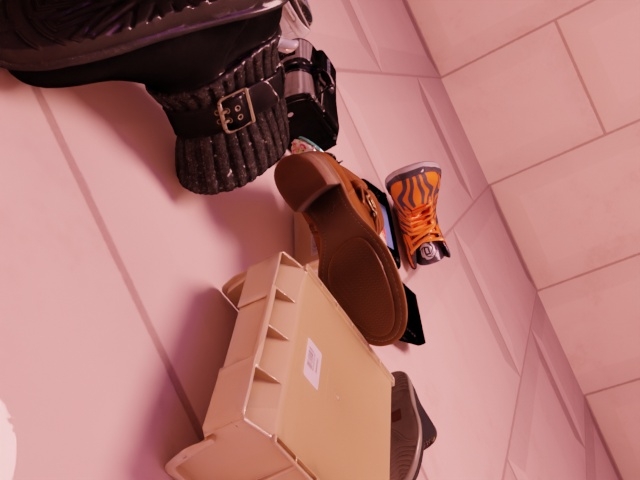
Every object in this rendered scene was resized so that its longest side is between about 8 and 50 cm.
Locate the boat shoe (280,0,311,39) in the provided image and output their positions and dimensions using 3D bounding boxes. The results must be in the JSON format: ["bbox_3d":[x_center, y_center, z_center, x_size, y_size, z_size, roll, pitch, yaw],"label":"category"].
[{"bbox_3d":[-0.087,-0.502,1.397,0.096,0.088,0.268,20,50,-60],"label":"boat shoe"}]

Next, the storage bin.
[{"bbox_3d":[-0.029,0.193,0.800,0.260,0.123,0.262,53,26,-28],"label":"storage bin"}]

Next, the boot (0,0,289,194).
[{"bbox_3d":[-0.175,-0.162,0.802,0.131,0.347,0.260,48,-34,35],"label":"boot"}]

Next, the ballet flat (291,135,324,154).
[{"bbox_3d":[0.017,-0.091,1.240,0.091,0.077,0.241,28,-6,41],"label":"ballet flat"}]

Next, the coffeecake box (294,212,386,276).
[{"bbox_3d":[0.037,0.012,1.166,0.185,0.068,0.142,36,42,-45],"label":"coffeecake box"}]

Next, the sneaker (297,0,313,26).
[{"bbox_3d":[-0.052,-0.525,1.564,0.058,0.052,0.135,-40,112,-77],"label":"sneaker"}]

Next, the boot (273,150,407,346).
[{"bbox_3d":[0.048,0.002,0.995,0.283,0.109,0.220,54,15,8],"label":"boot"}]

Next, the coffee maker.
[{"bbox_3d":[-0.027,-0.243,1.274,0.171,0.120,0.178,79,8,-48],"label":"coffee maker"}]

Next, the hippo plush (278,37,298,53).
[{"bbox_3d":[-0.157,-0.337,1.004,0.237,0.234,0.294,87,14,-54],"label":"hippo plush"}]

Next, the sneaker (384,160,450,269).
[{"bbox_3d":[0.223,-0.045,1.523,0.321,0.124,0.180,51,23,-71],"label":"sneaker"}]

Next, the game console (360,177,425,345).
[{"bbox_3d":[0.117,0.025,1.392,0.213,0.043,0.362,40,33,-47],"label":"game console"}]

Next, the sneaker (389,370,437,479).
[{"bbox_3d":[0.143,0.316,1.110,0.118,0.083,0.222,55,24,-25],"label":"sneaker"}]
